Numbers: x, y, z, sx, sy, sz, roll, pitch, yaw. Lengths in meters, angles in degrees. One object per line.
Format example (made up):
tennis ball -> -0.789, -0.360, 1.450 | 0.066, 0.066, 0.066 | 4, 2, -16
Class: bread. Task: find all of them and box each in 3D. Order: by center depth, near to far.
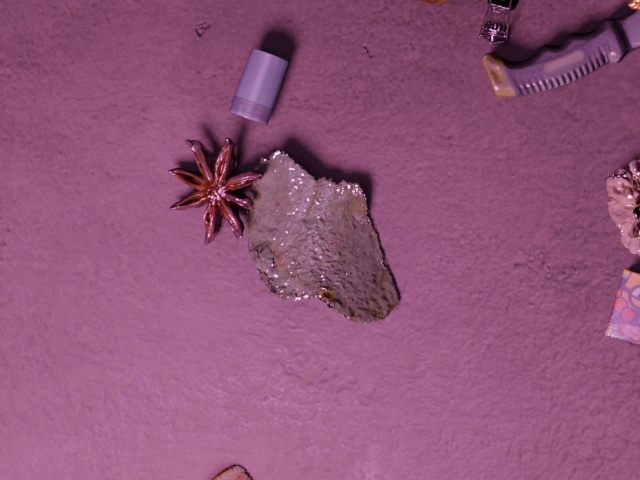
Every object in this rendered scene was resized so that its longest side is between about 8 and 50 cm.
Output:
bread -> -0.134, 0.324, 1.852 | 0.109, 0.062, 0.043 | -46, 80, 5

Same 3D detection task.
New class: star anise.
star anise -> -0.128, -0.066, 1.860 | 0.141, 0.042, 0.141 | 4, 100, 25

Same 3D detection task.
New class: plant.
plant -> 0.374, -0.031, 1.724 | 0.116, 0.122, 0.104 | 45, 109, 2

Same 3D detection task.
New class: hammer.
hammer -> 0.308, -0.222, 1.777 | 0.226, 0.041, 0.158 | -19, 84, 10

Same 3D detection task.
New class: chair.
chair -> 0.216, -0.281, 1.803 | 0.037, 0.042, 0.086 | 16, 129, 10

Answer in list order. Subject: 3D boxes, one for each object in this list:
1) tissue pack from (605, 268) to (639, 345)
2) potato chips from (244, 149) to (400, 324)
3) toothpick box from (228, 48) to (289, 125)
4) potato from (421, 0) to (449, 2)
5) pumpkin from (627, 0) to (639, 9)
tissue pack -> 0.373, 0.080, 1.762 | 0.063, 0.035, 0.083 | 18, 95, 11
potato chips -> 0.001, 0.003, 1.830 | 0.228, 0.059, 0.167 | 25, 83, 11
toothpick box -> -0.075, -0.188, 1.851 | 0.052, 0.052, 0.083 | 21, 92, 11
potato -> 0.130, -0.379, 1.799 | 0.164, 0.081, 0.200 | -26, 81, 18
pumpkin -> 0.451, -0.250, 1.716 | 0.130, 0.149, 0.254 | -30, 82, 30
